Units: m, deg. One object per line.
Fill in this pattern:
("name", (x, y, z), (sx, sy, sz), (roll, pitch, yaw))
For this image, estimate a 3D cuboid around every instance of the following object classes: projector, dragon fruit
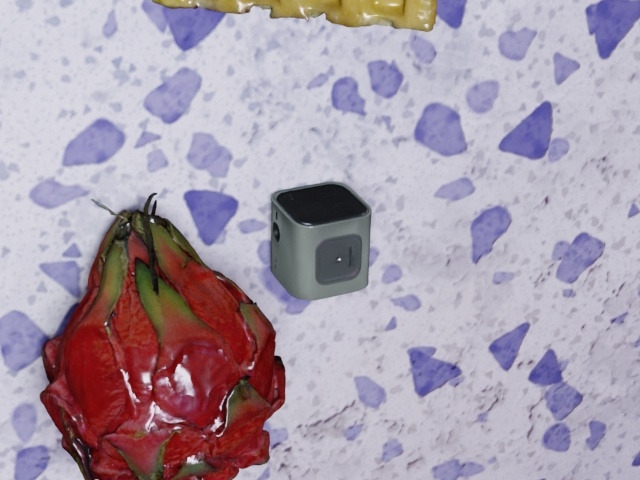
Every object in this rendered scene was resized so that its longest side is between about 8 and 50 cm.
("projector", (0.000, 0.000, 1.317), (0.083, 0.083, 0.082), (-12, 121, -23))
("dragon fruit", (-0.155, 0.100, 1.241), (0.233, 0.234, 0.293), (-25, 94, -14))

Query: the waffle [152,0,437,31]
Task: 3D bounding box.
("waffle", (-0.022, -0.285, 1.085), (0.247, 0.055, 0.221), (8, 121, 13))
